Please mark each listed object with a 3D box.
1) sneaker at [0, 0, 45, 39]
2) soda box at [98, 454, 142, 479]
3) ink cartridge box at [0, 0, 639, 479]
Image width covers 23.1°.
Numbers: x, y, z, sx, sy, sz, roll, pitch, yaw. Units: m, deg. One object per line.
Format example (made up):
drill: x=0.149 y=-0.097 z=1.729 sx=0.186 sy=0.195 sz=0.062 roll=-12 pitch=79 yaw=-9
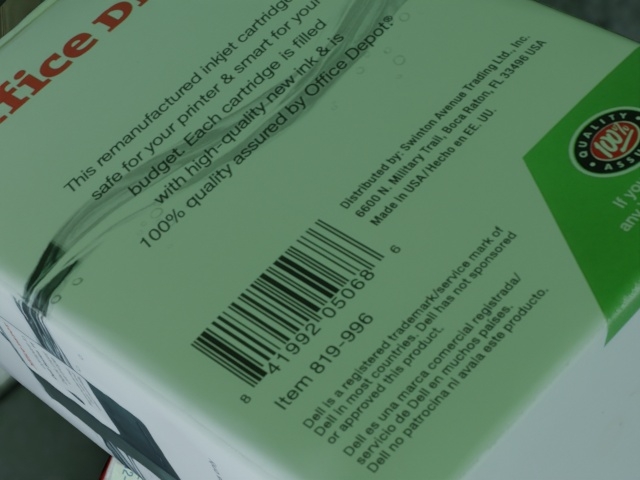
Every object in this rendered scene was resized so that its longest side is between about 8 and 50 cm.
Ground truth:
sneaker: x=-0.119 y=-0.025 z=0.507 sx=0.065 sy=0.061 sz=0.158 roll=34 pitch=85 yaw=24
soda box: x=-0.065 y=0.195 z=0.483 sx=0.092 sy=0.083 sz=0.263 roll=19 pitch=86 yaw=-4
ink cartridge box: x=0.000 y=0.000 z=0.423 sx=0.208 sy=0.087 sz=0.153 roll=31 pitch=64 yaw=36
